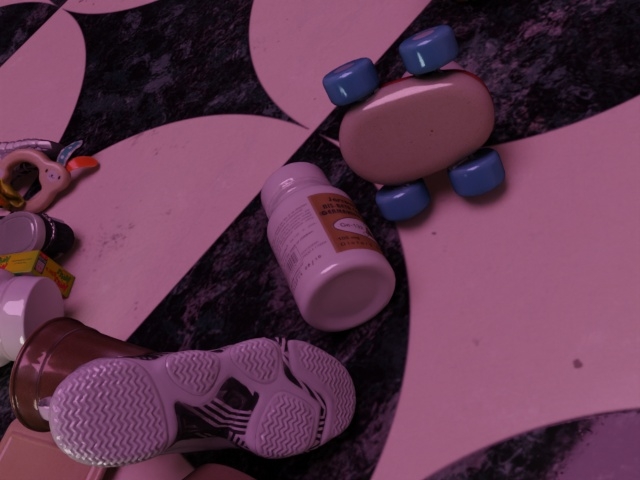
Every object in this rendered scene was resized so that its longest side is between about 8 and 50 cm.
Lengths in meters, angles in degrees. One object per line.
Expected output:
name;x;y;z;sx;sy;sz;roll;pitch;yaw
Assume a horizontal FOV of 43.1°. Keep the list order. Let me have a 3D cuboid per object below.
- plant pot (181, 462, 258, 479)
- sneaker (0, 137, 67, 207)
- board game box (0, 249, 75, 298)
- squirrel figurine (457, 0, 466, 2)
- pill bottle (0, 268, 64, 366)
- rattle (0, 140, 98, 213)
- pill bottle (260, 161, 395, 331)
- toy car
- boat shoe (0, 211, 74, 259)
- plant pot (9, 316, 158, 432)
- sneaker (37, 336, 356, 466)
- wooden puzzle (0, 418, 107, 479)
plant pot;-0.135;0.369;0.852;0.263;0.263;0.229;6;43;34
sneaker;-0.600;-0.128;1.601;0.229;0.086;0.132;0;81;17
board game box;-0.524;0.066;1.387;0.181;0.092;0.043;-7;55;27
squirrel figurine;0.217;-0.581;1.356;0.397;0.281;0.370;0;67;47
pill bottle;-0.570;0.122;1.288;0.283;0.160;0.160;0;56;8
rattle;-0.533;-0.125;1.491;0.200;0.143;0.130;-14;74;13
pill bottle;0.000;0.000;1.098;0.131;0.131;0.229;-33;47;6
toy car;0.139;-0.185;1.145;0.210;0.219;0.238;-19;21;19
boat shoe;-0.572;0.006;1.466;0.303;0.091;0.114;2;84;35
plant pot;-0.307;0.201;1.123;0.165;0.167;0.166;8;62;25
sneaker;-0.152;0.190;0.972;0.210;0.366;0.137;-15;75;59
wooden puzzle;-0.405;0.371;1.130;0.221;0.044;0.238;4;55;33
